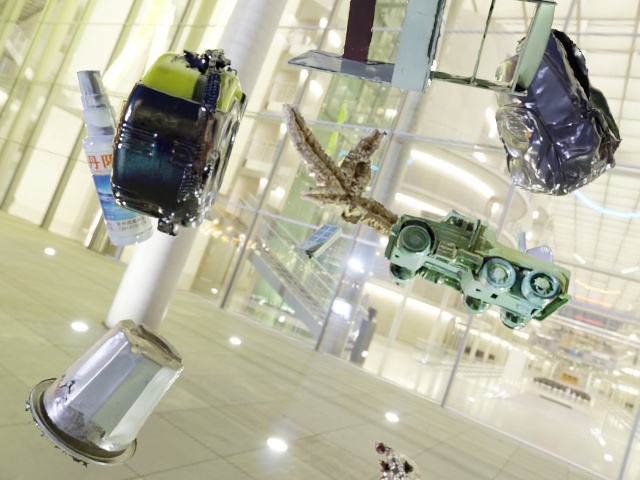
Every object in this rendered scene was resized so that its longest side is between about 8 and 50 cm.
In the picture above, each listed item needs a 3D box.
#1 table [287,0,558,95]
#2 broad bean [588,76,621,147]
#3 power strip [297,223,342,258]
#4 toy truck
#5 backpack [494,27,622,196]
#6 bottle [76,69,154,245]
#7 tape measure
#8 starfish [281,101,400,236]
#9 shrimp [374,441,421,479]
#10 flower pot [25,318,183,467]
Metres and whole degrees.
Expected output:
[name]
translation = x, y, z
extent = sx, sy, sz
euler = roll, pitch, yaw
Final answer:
[table]
translation = 0.074, -0.179, 0.312
extent = 0.175, 0.146, 0.062
euler = 15, 35, 12
[broad bean]
translation = 0.786, -0.374, 1.365
extent = 0.098, 0.318, 0.056
euler = -8, -16, 1
[power strip]
translation = 0.000, 0.000, 0.818
extent = 0.040, 0.090, 0.016
euler = 11, -50, 39
[toy truck]
translation = 0.231, 0.026, 0.722
extent = 0.260, 0.135, 0.128
euler = 18, -26, 9
[backpack]
translation = 0.632, -0.358, 1.324
extent = 0.255, 0.445, 0.363
euler = -23, 11, 2
[bottle]
translation = -0.264, -0.101, 0.596
extent = 0.060, 0.217, 0.060
euler = -6, 23, 3
[tape measure]
translation = -0.148, -0.108, 0.496
extent = 0.112, 0.199, 0.186
euler = 15, 6, -11
[starfish]
translation = 0.080, -0.145, 1.098
extent = 0.432, 0.324, 0.082
euler = 13, -32, -41
[shrimp]
translation = 0.139, 0.458, 0.965
extent = 0.117, 0.066, 0.262
euler = 21, -20, 30
[flower pot]
translation = -0.482, 0.335, 1.112
extent = 0.290, 0.259, 0.290
euler = 39, -2, 2
